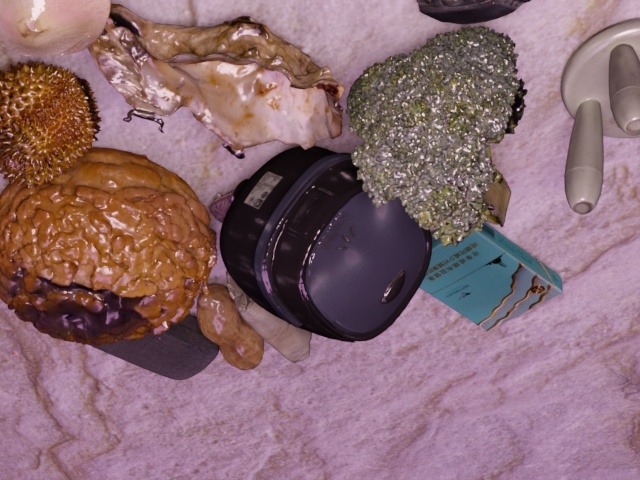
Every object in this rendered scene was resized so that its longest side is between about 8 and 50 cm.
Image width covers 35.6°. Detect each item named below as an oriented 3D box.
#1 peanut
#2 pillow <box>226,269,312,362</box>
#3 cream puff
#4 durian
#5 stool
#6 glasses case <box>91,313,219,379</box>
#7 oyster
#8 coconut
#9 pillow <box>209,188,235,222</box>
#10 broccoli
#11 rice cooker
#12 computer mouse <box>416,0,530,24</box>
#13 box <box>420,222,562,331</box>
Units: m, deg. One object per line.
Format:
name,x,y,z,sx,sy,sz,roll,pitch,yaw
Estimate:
peanut,-0.152,0.147,1.705,0.089,0.089,0.193,-13,135,18
pillow,-0.078,0.112,1.628,0.078,0.134,0.181,-30,131,18
cream puff,-0.319,0.032,1.470,0.327,0.231,0.343,-23,133,23
durian,-0.373,-0.159,1.313,0.168,0.137,0.158,-35,127,-2
stool,0.403,-0.143,1.236,0.195,0.198,0.195,12,140,-7
glasses case,-0.332,0.143,1.721,0.323,0.074,0.131,29,135,-27
oyster,-0.131,-0.199,1.256,0.337,0.133,0.198,11,142,-5
coconut,-0.312,-0.285,1.122,0.171,0.183,0.171,-3,142,-3
pillow,-0.060,-0.018,1.538,0.131,0.038,0.233,-24,135,30
broccoli,0.175,-0.127,1.282,0.221,0.252,0.361,-19,178,15
rice cooker,0.000,0.000,1.378,0.224,0.267,0.267,26,165,49
computer mouse,0.198,-0.306,1.159,0.192,0.062,0.106,-19,137,22
box,0.253,0.054,1.599,0.229,0.041,0.162,32,133,-29
